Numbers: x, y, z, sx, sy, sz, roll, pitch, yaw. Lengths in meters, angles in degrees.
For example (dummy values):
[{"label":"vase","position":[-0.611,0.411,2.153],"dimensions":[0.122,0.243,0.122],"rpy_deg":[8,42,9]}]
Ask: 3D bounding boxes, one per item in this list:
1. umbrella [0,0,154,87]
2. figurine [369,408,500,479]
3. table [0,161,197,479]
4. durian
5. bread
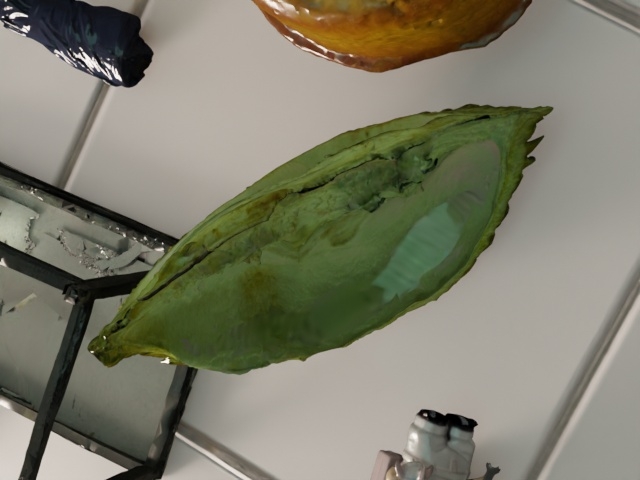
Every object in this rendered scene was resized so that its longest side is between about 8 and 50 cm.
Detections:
[{"label":"umbrella","position":[-0.255,-0.210,1.380],"dimensions":[0.248,0.071,0.071],"rpy_deg":[27,103,21]},{"label":"figurine","position":[0.067,0.247,1.259],"dimensions":[0.112,0.137,0.229],"rpy_deg":[24,100,50]},{"label":"table","position":[-0.302,0.065,1.298],"dimensions":[0.335,0.272,0.222],"rpy_deg":[22,102,18]},{"label":"durian","position":[0.004,0.010,1.188],"dimensions":[0.394,0.198,0.163],"rpy_deg":[-23,94,-18]},{"label":"bread","position":[0.051,-0.282,1.195],"dimensions":[0.312,0.172,0.312],"rpy_deg":[1,91,21]}]
